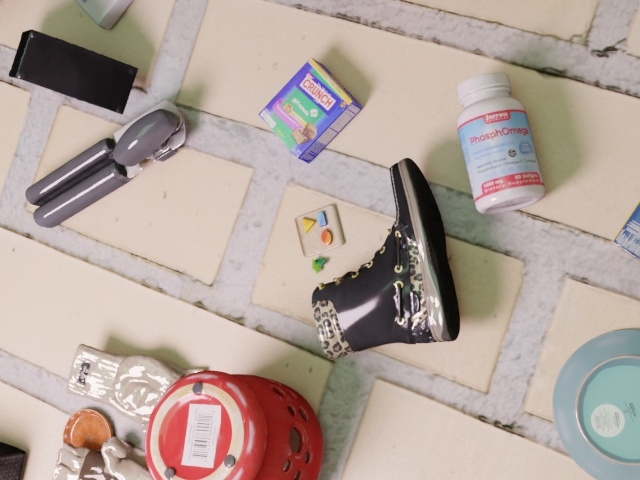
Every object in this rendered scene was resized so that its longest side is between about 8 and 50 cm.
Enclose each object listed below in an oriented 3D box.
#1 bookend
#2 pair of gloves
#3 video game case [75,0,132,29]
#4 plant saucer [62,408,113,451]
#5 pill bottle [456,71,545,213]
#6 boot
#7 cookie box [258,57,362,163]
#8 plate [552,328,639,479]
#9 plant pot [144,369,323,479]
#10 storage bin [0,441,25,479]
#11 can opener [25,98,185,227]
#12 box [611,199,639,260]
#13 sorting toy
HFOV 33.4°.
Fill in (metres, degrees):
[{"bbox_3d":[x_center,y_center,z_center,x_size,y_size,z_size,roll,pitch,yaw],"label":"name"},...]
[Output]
[{"bbox_3d":[-0.365,-0.247,1.558,0.157,0.156,0.072,25,97,67],"label":"bookend"},{"bbox_3d":[-0.267,0.276,1.483,0.204,0.042,0.240,8,88,15],"label":"pair of gloves"},{"bbox_3d":[-0.328,-0.532,1.602,0.300,0.036,0.329,-48,69,12],"label":"video game case"},{"bbox_3d":[-0.333,0.284,1.533,0.084,0.013,0.083,-2,84,24],"label":"plant saucer"},{"bbox_3d":[0.215,-0.119,1.301,0.087,0.087,0.160,-16,79,21],"label":"pill bottle"},{"bbox_3d":[0.068,0.028,1.340,0.179,0.085,0.236,-16,78,23],"label":"boot"},{"bbox_3d":[-0.014,-0.174,1.429,0.107,0.040,0.092,-46,69,12],"label":"cookie box"},{"bbox_3d":[0.363,0.197,1.241,0.188,0.024,0.188,-2,84,22],"label":"plate"},{"bbox_3d":[-0.117,0.257,1.344,0.191,0.174,0.191,-9,69,25],"label":"plant pot"},{"bbox_3d":[-0.539,0.330,1.556,0.180,0.122,0.084,13,90,24],"label":"storage bin"},{"bbox_3d":[-0.317,-0.112,1.522,0.283,0.095,0.076,-29,74,18],"label":"can opener"},{"bbox_3d":[0.407,-0.052,1.227,0.054,0.059,0.169,36,99,21],"label":"box"},{"bbox_3d":[0.000,0.000,1.421,0.062,0.012,0.083,-18,78,20],"label":"sorting toy"}]
